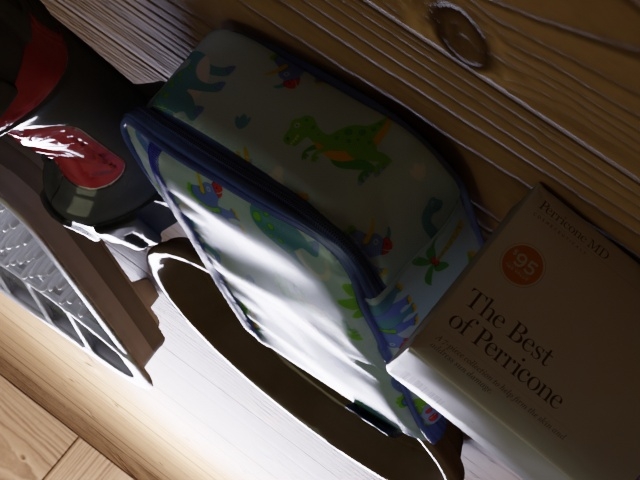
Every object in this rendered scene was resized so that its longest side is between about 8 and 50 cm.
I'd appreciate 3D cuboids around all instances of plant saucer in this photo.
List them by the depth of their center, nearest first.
[{"bbox_3d":[-0.005,0.085,1.258,0.278,0.041,0.278,36,164,12],"label":"plant saucer"}]

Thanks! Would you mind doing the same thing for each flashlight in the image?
[{"bbox_3d":[-0.146,-0.060,0.890,0.103,0.103,0.304,7,168,16],"label":"flashlight"}]

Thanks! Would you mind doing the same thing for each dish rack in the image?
[{"bbox_3d":[-0.262,-0.026,1.491,0.285,0.072,0.333,32,163,31],"label":"dish rack"}]

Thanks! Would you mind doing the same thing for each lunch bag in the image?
[{"bbox_3d":[0.000,0.000,0.909,0.176,0.090,0.219,34,163,31],"label":"lunch bag"}]

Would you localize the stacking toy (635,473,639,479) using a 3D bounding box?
[{"bbox_3d":[0.180,0.126,0.685,0.221,0.167,0.052,40,165,2],"label":"stacking toy"}]

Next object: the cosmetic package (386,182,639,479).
[{"bbox_3d":[0.154,0.090,0.779,0.239,0.099,0.060,38,163,2],"label":"cosmetic package"}]
